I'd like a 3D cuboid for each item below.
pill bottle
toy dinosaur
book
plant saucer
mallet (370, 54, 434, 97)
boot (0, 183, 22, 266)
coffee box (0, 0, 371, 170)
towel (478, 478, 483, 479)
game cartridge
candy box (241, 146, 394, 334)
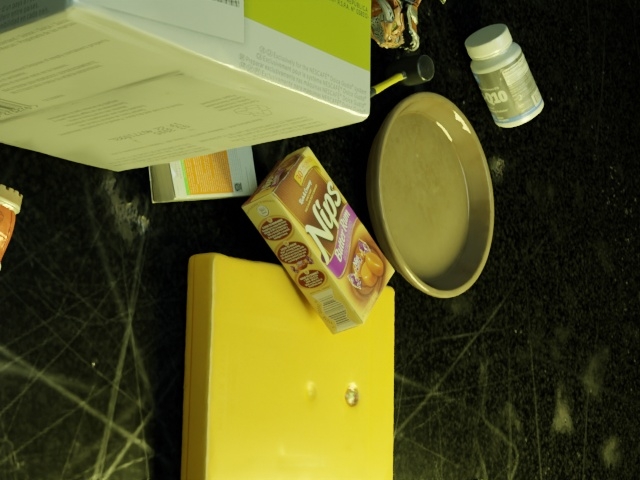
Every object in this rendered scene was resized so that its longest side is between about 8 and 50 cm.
[{"bbox_3d":[0.266,-0.241,1.846,0.078,0.078,0.137,-53,124,-41],"label":"pill bottle"},{"bbox_3d":[0.130,-0.407,1.659,0.218,0.164,0.321,8,99,-34],"label":"toy dinosaur"},{"bbox_3d":[-0.126,-0.092,1.371,0.144,0.035,0.096,-6,88,-53],"label":"book"},{"bbox_3d":[0.146,-0.060,1.699,0.278,0.041,0.277,10,77,-50],"label":"plant saucer"},{"bbox_3d":[0.064,-0.193,1.629,0.190,0.062,0.039,-30,107,-34],"label":"mallet"},{"bbox_3d":[-0.328,-0.021,1.089,0.158,0.059,0.084,25,71,-48],"label":"boot"},{"bbox_3d":[-0.184,-0.270,1.080,0.338,0.338,0.334,13,74,-49],"label":"coffee box"},{"bbox_3d":[0.161,0.390,1.663,0.237,0.021,0.102,-9,92,-52],"label":"towel"},{"bbox_3d":[-0.030,0.174,1.441,0.324,0.053,0.285,13,75,-47],"label":"game cartridge"},{"bbox_3d":[0.000,0.000,1.436,0.186,0.053,0.109,53,38,-16],"label":"candy box"}]
